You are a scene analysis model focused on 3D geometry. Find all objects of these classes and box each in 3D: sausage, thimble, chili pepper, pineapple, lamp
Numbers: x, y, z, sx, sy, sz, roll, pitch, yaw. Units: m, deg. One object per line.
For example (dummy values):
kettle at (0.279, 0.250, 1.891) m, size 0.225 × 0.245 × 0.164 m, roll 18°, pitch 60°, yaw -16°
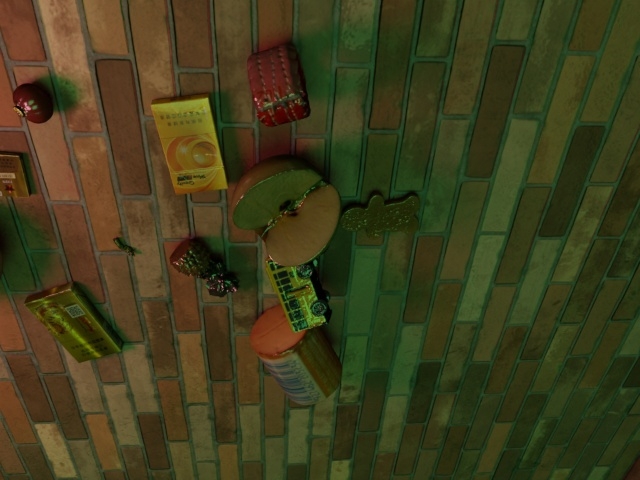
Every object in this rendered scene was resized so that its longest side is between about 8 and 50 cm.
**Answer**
sausage at (-0.077, 0.387, 1.870) m, size 0.232 × 0.233 × 0.287 m, roll -22°, pitch 126°, yaw 11°
thimble at (-0.097, -0.373, 1.332) m, size 0.124 × 0.190 × 0.163 m, roll -13°, pitch 151°, yaw 7°
chili pepper at (-0.599, 0.022, 1.676) m, size 0.027 × 0.022 × 0.083 m, roll -33°, pitch 119°, yaw 20°
pineapple at (-0.351, 0.092, 1.708) m, size 0.237 × 0.119 × 0.111 m, roll 42°, pitch 69°, yaw -34°
lamp at (-0.708, -0.337, 1.358) m, size 0.101 × 0.090 × 0.101 m, roll 28°, pitch 144°, yaw 23°

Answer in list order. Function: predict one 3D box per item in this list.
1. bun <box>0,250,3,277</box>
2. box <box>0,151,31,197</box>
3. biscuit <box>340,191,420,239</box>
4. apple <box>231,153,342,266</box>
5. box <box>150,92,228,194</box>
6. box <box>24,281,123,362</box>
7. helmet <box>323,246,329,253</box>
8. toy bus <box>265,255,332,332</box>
bun at (-1.083, 0.043, 1.534) m, size 0.363 × 0.202 × 0.365 m, roll -7°, pitch 132°, yaw -7°
box at (-0.851, -0.180, 1.501) m, size 0.090 × 0.023 × 0.134 m, roll 3°, pitch 126°, yaw -6°
biscuit at (0.179, -0.077, 1.670) m, size 0.249 × 0.036 × 0.166 m, roll -6°, pitch 126°, yaw -5°
apple at (-0.088, -0.096, 1.509) m, size 0.258 × 0.233 × 0.295 m, roll -44°, pitch 109°, yaw 9°
box at (-0.345, -0.254, 1.481) m, size 0.152 × 0.044 × 0.270 m, roll -6°, pitch 127°, yaw -1°
box at (-0.813, 0.279, 1.833) m, size 0.172 × 0.043 × 0.311 m, roll -18°, pitch 127°, yaw 8°
helmet at (0.000, -0.002, 1.700) m, size 0.065 × 0.049 × 0.084 m, roll -12°, pitch 100°, yaw 37°
toy bus at (-0.068, 0.136, 1.690) m, size 0.149 × 0.128 × 0.262 m, roll -19°, pitch 98°, yaw 11°
